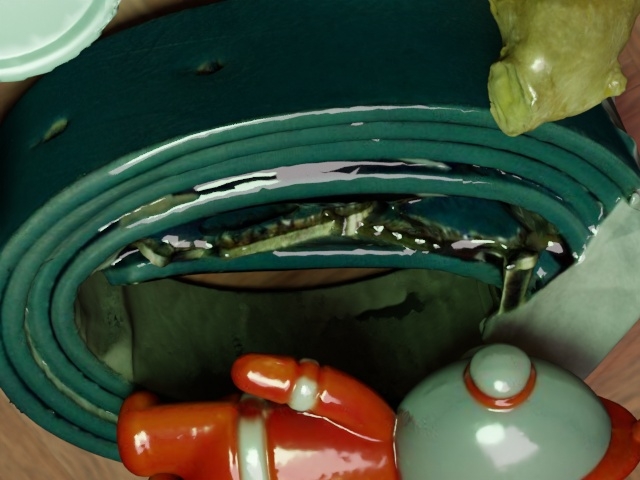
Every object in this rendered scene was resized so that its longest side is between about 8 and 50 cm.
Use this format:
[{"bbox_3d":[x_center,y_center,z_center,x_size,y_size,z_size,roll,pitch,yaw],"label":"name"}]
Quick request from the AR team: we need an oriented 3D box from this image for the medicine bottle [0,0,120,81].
[{"bbox_3d":[-0.171,-0.208,0.990,0.158,0.318,0.158,-4,121,-6],"label":"medicine bottle"}]

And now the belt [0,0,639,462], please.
[{"bbox_3d":[-0.002,0.000,1.225,0.436,0.173,0.300,-4,129,-3],"label":"belt"}]

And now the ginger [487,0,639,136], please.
[{"bbox_3d":[0.158,-0.275,1.085,0.363,0.122,0.348,-28,97,-1],"label":"ginger"}]

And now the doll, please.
[{"bbox_3d":[0.050,0.128,1.171,0.336,0.105,0.200,-5,132,8],"label":"doll"}]
